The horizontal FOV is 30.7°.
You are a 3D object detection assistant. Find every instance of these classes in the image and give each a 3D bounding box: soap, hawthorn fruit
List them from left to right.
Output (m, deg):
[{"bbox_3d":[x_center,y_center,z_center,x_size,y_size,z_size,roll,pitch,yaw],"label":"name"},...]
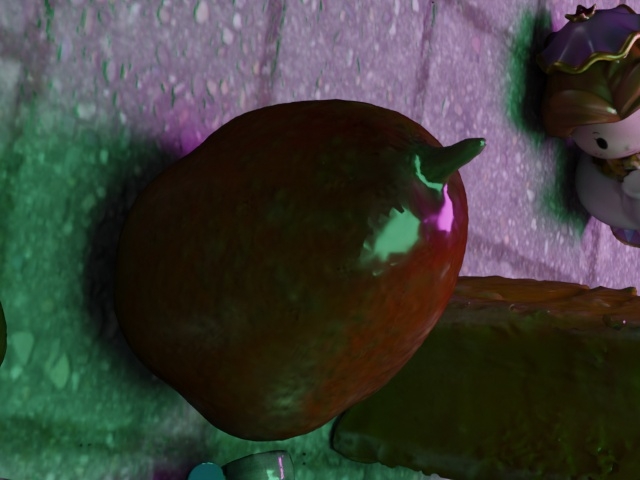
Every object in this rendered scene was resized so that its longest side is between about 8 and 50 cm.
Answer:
[{"bbox_3d":[0.000,0.000,0.665,0.199,0.251,0.200,21,52,-30],"label":"hawthorn fruit"},{"bbox_3d":[0.227,0.115,0.902,0.304,0.338,0.169,-5,98,-53],"label":"soap"}]

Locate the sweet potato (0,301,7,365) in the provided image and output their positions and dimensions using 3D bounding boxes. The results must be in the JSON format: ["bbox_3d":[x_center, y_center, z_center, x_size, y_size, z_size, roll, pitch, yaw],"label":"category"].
[{"bbox_3d":[-0.203,-0.017,0.543,0.069,0.059,0.250,-60,136,-62],"label":"sweet potato"}]

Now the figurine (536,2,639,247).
[{"bbox_3d":[0.302,-0.116,1.167,0.263,0.142,0.190,57,17,-37],"label":"figurine"}]

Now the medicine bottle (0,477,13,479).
[{"bbox_3d":[-0.208,0.130,0.497,0.191,0.107,0.107,30,68,-51],"label":"medicine bottle"}]

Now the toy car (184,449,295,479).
[{"bbox_3d":[-0.076,0.209,0.720,0.161,0.098,0.126,-7,69,-26],"label":"toy car"}]
